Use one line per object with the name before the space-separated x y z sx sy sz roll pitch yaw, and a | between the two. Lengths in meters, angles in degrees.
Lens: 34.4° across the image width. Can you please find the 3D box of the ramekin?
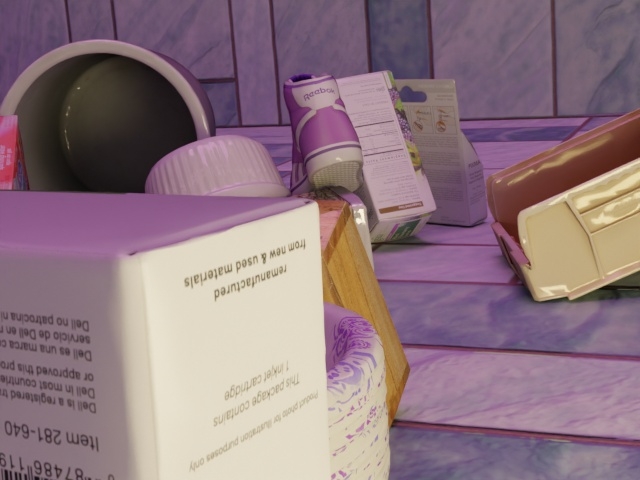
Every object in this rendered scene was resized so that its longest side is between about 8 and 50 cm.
ramekin | -0.148 -0.063 1.454 0.207 0.109 0.207 -18 -15 -5

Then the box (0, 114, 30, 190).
box | -0.473 -0.042 1.397 0.142 0.154 0.300 -6 31 -11

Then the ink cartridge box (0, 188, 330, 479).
ink cartridge box | -0.105 0.125 0.416 0.201 0.278 0.117 3 11 30

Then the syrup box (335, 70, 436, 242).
syrup box | 0.085 -0.124 1.542 0.096 0.237 0.093 -12 -19 -16

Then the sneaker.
sneaker | -0.003 -0.145 1.445 0.102 0.161 0.282 -15 -10 -12

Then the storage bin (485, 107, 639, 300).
storage bin | 0.344 -0.051 1.274 0.260 0.123 0.262 -24 11 6

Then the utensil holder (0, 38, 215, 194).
utensil holder | -0.337 -0.170 1.749 0.327 0.328 0.385 -5 9 -2

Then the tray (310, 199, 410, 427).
tray | -0.147 0.059 0.893 0.410 0.203 0.076 2 46 26

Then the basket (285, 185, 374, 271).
basket | 0.000 0.000 1.332 0.103 0.113 0.167 -10 12 -7

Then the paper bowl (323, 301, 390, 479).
paper bowl | -0.097 0.137 0.651 0.284 0.148 0.284 -4 13 1

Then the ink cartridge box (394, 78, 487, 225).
ink cartridge box | 0.162 -0.143 1.634 0.189 0.232 0.066 7 19 40
